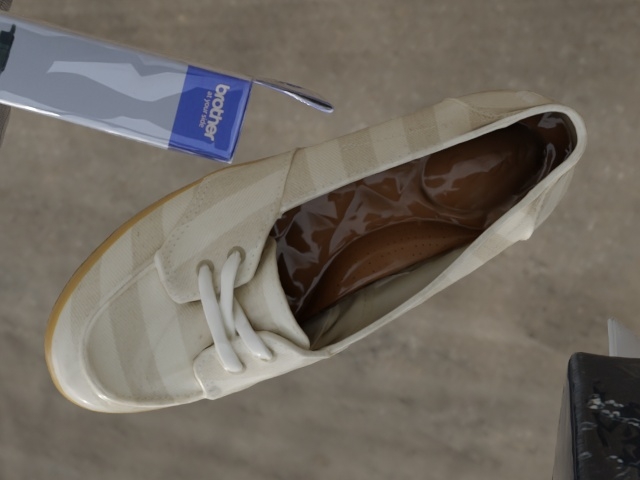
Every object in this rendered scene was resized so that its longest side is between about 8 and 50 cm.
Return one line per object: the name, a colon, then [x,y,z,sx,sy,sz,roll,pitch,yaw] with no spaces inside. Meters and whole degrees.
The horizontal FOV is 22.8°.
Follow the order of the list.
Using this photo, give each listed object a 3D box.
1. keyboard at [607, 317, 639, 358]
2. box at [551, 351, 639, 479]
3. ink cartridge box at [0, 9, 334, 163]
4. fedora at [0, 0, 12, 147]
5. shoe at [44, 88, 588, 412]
keyboard: [0.197,0.173,0.951,0.014,0.256,0.072,-22,144,36]
box: [0.127,0.110,0.331,0.158,0.156,0.093,3,125,4]
ink cartridge box: [-0.152,-0.105,1.005,0.311,0.065,0.186,12,-174,-6]
fedora: [-0.351,-0.108,1.352,0.244,0.275,0.124,-6,124,34]
shoe: [0.000,0.000,0.581,0.076,0.219,0.058,65,172,-10]
